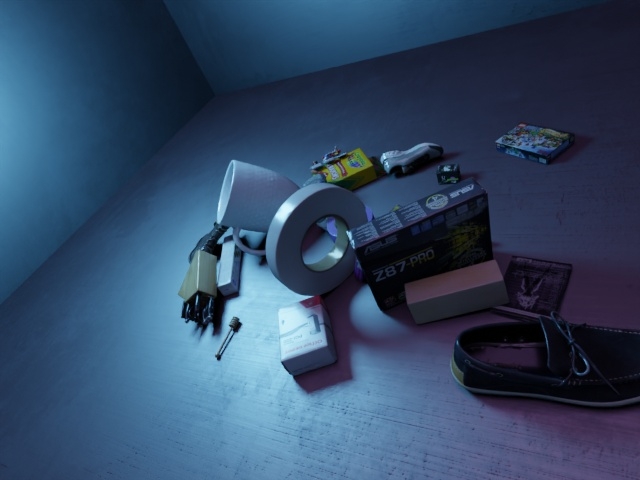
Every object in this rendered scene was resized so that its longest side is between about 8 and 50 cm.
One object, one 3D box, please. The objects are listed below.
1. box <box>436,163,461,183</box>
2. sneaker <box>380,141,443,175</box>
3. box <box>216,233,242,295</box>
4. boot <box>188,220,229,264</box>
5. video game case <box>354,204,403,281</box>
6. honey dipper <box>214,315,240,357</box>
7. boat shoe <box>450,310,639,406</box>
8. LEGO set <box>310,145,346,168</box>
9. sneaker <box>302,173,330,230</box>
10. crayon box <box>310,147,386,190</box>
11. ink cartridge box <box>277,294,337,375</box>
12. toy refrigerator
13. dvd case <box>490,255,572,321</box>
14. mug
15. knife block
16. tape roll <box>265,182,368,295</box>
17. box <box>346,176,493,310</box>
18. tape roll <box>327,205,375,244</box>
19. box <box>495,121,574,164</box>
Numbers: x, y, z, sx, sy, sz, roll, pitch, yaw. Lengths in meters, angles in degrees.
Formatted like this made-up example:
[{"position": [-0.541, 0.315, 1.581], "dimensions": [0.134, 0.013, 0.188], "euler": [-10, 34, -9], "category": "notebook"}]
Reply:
[{"position": [0.518, -0.268, 1.673], "dimensions": [0.083, 0.062, 0.052], "euler": [0, 44, 31], "category": "box"}, {"position": [0.408, -0.353, 1.826], "dimensions": [0.271, 0.100, 0.108], "euler": [-13, 64, 12], "category": "sneaker"}, {"position": [-0.386, 0.096, 1.774], "dimensions": [0.067, 0.063, 0.324], "euler": [-21, 38, 9], "category": "box"}, {"position": [-0.482, -0.006, 1.850], "dimensions": [0.229, 0.091, 0.263], "euler": [-43, 28, 27], "category": "boot"}, {"position": [0.198, 0.014, 1.403], "dimensions": [0.042, 0.232, 0.210], "euler": [38, 67, 21], "category": "video game case"}, {"position": [-0.338, 0.348, 1.486], "dimensions": [0.030, 0.030, 0.161], "euler": [1, 49, 30], "category": "honey dipper"}, {"position": [0.556, 0.268, 0.961], "dimensions": [0.500, 0.156, 0.187], "euler": [-7, 40, 22], "category": "boat shoe"}, {"position": [0.021, -0.413, 2.066], "dimensions": [0.182, 0.060, 0.244], "euler": [-25, 11, -3], "category": "LEGO set"}, {"position": [-0.002, -0.164, 1.775], "dimensions": [0.111, 0.129, 0.297], "euler": [-16, 51, 18], "category": "sneaker"}, {"position": [0.129, -0.322, 1.945], "dimensions": [0.318, 0.081, 0.202], "euler": [-25, 37, 1], "category": "crayon box"}, {"position": [-0.047, 0.299, 1.322], "dimensions": [0.158, 0.092, 0.218], "euler": [-21, 40, 8], "category": "ink cartridge box"}, {"position": [0.394, 0.151, 1.214], "dimensions": [0.269, 0.102, 0.094], "euler": [-18, 36, 18], "category": "toy refrigerator"}, {"position": [0.606, 0.139, 1.188], "dimensions": [0.164, 0.018, 0.221], "euler": [10, 50, 38], "category": "dvd case"}, {"position": [-0.253, -0.121, 1.763], "dimensions": [0.276, 0.328, 0.374], "euler": [166, 115, -66], "category": "mug"}, {"position": [-0.457, 0.189, 1.616], "dimensions": [0.242, 0.088, 0.276], "euler": [10, 75, 52], "category": "knife block"}, {"position": [0.000, 0.000, 1.400], "dimensions": [0.392, 0.392, 0.072], "euler": [-40, 39, -17], "category": "tape roll"}, {"position": [0.311, 0.023, 1.249], "dimensions": [0.395, 0.318, 0.097], "euler": [-23, 40, 3], "category": "box"}, {"position": [0.126, -0.053, 1.637], "dimensions": [0.189, 0.080, 0.189], "euler": [-17, 39, 14], "category": "tape roll"}, {"position": [0.844, -0.389, 1.639], "dimensions": [0.159, 0.044, 0.233], "euler": [-37, 39, -13], "category": "box"}]
